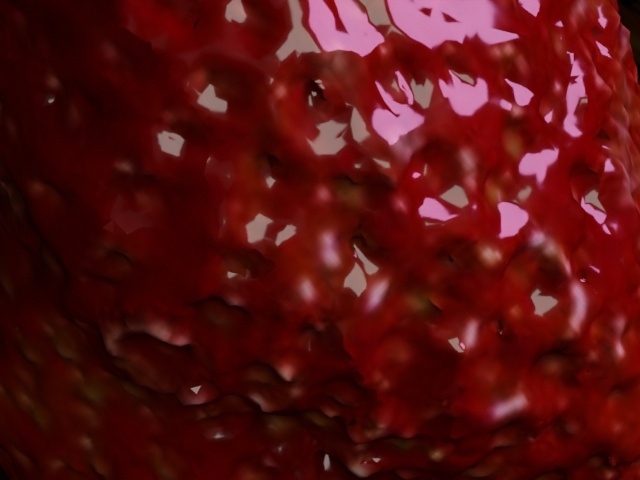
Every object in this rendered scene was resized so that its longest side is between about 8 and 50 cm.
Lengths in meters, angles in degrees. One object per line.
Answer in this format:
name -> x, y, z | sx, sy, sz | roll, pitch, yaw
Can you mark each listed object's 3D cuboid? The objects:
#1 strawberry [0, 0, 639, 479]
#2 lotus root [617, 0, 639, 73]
strawberry -> 0.000, 0.000, 0.512 | 0.257, 0.257, 0.277 | -44, 105, -23
lotus root -> 0.179, -0.122, 0.657 | 0.209, 0.120, 0.120 | 2, 74, -14
